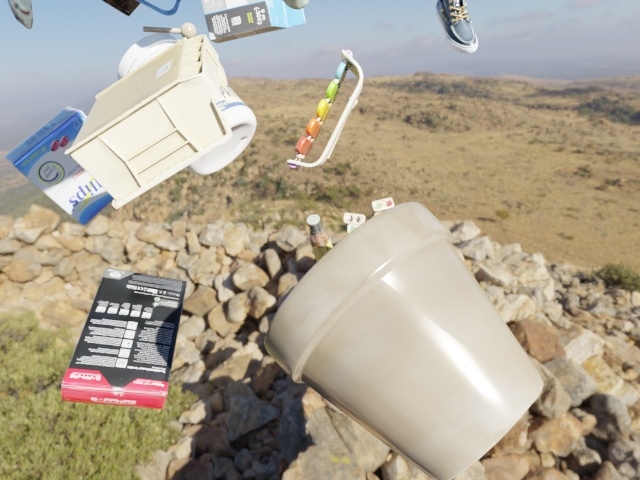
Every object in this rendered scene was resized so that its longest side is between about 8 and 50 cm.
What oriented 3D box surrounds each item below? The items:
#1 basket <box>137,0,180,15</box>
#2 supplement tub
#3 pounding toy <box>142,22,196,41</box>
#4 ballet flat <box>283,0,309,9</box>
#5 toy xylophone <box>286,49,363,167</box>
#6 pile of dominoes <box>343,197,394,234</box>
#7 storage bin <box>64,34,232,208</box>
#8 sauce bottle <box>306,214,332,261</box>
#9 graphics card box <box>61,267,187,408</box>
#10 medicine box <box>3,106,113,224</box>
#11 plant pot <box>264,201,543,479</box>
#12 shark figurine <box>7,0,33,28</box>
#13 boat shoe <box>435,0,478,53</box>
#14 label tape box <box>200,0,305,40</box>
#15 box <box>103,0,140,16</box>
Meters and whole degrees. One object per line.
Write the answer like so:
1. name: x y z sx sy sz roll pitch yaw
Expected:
1. basket: -0.471 -0.796 1.224 0.254 0.289 0.201 5 45 -45
2. supplement tub: -0.358 -0.364 1.193 0.235 0.325 0.235 -42 -5 -4
3. pounding toy: -0.482 -0.594 1.496 0.182 0.237 0.110 -12 9 -12
4. ballet flat: -0.107 -0.619 1.034 0.072 0.068 0.213 -45 69 -3
5. toy xylophone: 0.022 -0.317 1.160 0.081 0.323 0.236 28 2 0
6. pile of dominoes: 0.182 0.016 1.158 0.195 0.251 0.040 -14 -13 -9
7. storage bin: -0.289 -0.232 0.804 0.260 0.123 0.262 -28 38 9
8. sauce bottle: 0.000 0.000 0.868 0.042 0.128 0.042 -7 48 8
9. graphics card box: -0.496 0.246 1.165 0.232 0.094 0.371 11 40 -17
10. medicine box: -0.824 -0.250 1.491 0.149 0.289 0.263 23 65 43
11. plant pot: 0.131 0.154 0.622 0.323 0.323 0.280 -24 59 -38
12. shark figurine: -0.740 -0.695 1.127 0.116 0.166 0.278 8 64 39
13. boat shoe: 0.323 -0.532 1.047 0.065 0.083 0.183 -16 64 -3
14. label tape box: -0.239 -0.842 1.516 0.333 0.241 0.106 -11 16 5
15. box: -0.673 -0.990 1.474 0.296 0.294 0.182 -37 -10 16
